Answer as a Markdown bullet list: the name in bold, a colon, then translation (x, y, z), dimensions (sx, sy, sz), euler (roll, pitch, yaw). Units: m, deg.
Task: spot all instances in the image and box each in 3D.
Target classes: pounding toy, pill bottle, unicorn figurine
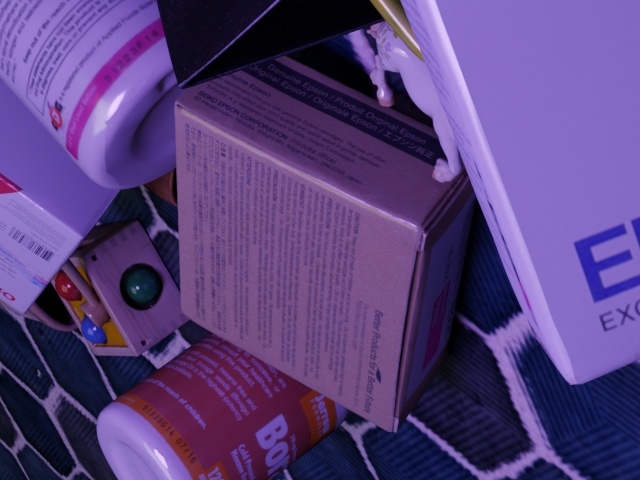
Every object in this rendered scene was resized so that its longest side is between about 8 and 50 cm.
- **pounding toy**: translation (-0.205, 0.045, 1.515), dimensions (0.141, 0.100, 0.130), euler (-6, 116, 60)
- **pill bottle**: translation (-0.055, 0.122, 1.229), dimensions (0.121, 0.216, 0.121), euler (39, 150, 28)
- **unicorn figurine**: translation (0.078, -0.088, 0.944), dimensions (0.162, 0.060, 0.111), euler (38, 159, 16)
- **pill bottle**: translation (-0.189, -0.187, 1.158), dimensions (0.283, 0.160, 0.160), euler (47, 152, 16)

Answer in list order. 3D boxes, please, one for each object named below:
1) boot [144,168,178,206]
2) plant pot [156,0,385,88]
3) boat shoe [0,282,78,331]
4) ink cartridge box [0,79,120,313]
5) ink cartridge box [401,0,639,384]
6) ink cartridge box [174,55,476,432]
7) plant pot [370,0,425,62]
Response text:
- **boot**: translation (-0.232, -0.170, 1.322), dimensions (0.280, 0.096, 0.264), euler (29, 143, 40)
- **plant pot**: translation (0.002, -0.204, 0.819), dimensions (0.167, 0.188, 0.187), euler (66, 154, 2)
- **boat shoe**: translation (-0.306, -0.038, 1.583), dimensions (0.110, 0.121, 0.341), euler (31, 155, 31)
- **ink cartridge box**: translation (-0.237, -0.048, 1.286), dimensions (0.128, 0.127, 0.176), euler (36, 146, -9)
- **ink cartridge box**: translation (0.160, -0.164, 0.449), dimensions (0.071, 0.324, 0.330), euler (-112, -2, -67)
- **ink cartridge box**: translation (0.000, 0.000, 1.100), dimensions (0.193, 0.088, 0.235), euler (28, 144, 17)
- **plant pot**: translation (0.079, -0.218, 0.630), dimensions (0.228, 0.227, 0.207), euler (53, 160, 4)
